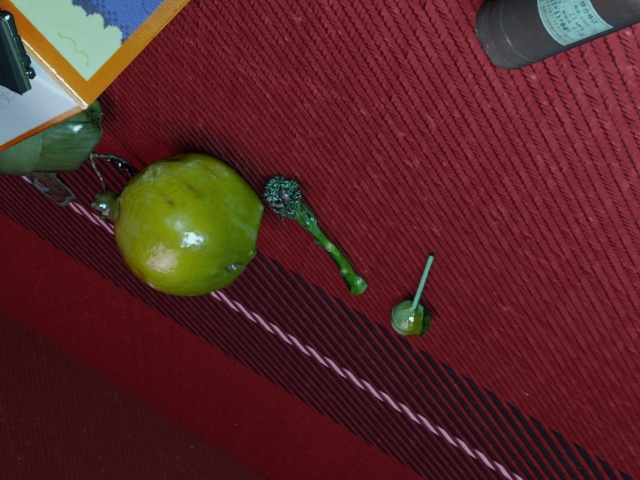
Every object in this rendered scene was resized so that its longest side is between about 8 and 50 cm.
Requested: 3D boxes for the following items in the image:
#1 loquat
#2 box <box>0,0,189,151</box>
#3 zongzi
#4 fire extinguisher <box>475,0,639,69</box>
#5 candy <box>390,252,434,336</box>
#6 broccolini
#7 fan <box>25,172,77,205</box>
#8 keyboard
[{"bbox_3d":[-0.213,-0.029,1.451,0.246,0.213,0.213,15,157,-9],"label":"loquat"},{"bbox_3d":[-0.355,-0.307,1.092,0.318,0.256,0.349,46,152,-22],"label":"box"},{"bbox_3d":[-0.484,-0.267,1.530,0.447,0.418,0.181,3,152,-32],"label":"zongzi"},{"bbox_3d":[0.220,-0.213,0.796,0.231,0.071,0.099,-16,98,58],"label":"fire extinguisher"},{"bbox_3d":[0.144,0.077,1.432,0.061,0.061,0.202,28,146,12],"label":"candy"},{"bbox_3d":[-0.007,0.004,1.466,0.254,0.058,0.071,56,-170,-34],"label":"broccolini"},{"bbox_3d":[-0.524,-0.124,1.908,0.132,0.009,0.220,41,155,-15],"label":"fan"},{"bbox_3d":[-0.410,-0.236,0.959,0.317,0.027,0.106,27,148,17],"label":"keyboard"}]
